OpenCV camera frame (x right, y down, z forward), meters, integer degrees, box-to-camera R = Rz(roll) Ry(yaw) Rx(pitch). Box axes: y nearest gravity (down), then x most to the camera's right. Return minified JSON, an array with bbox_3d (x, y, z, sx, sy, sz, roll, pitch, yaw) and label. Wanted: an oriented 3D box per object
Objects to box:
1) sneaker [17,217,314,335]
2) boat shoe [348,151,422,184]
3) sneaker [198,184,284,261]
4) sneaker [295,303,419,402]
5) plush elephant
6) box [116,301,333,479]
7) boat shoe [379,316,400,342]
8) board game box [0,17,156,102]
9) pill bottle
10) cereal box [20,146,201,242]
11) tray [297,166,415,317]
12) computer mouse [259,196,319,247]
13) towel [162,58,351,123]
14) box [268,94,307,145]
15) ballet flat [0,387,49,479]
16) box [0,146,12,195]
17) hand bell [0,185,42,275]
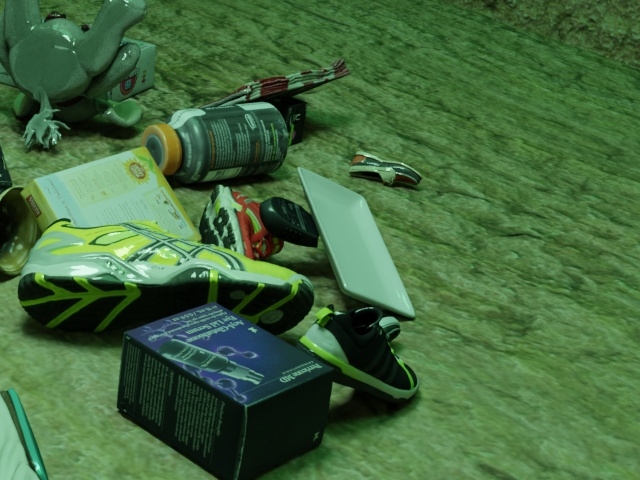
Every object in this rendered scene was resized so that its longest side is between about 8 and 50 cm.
[{"bbox_3d":[-0.196,0.037,1.666,0.384,0.145,0.147,7,48,-9],"label":"sneaker"},{"bbox_3d":[0.119,-0.124,2.326,0.137,0.049,0.043,18,67,15],"label":"boat shoe"},{"bbox_3d":[-0.109,-0.002,1.893,0.118,0.107,0.279,17,25,-16],"label":"sneaker"},{"bbox_3d":[0.064,0.135,1.562,0.084,0.097,0.234,31,5,37],"label":"sneaker"},{"bbox_3d":[-0.456,-0.316,2.315,0.272,0.330,0.255,12,0,2],"label":"plush elephant"},{"bbox_3d":[-0.112,0.173,1.473,0.207,0.108,0.153,25,27,33],"label":"box"},{"bbox_3d":[0.067,0.144,1.695,0.040,0.049,0.142,43,37,22],"label":"boat shoe"},{"bbox_3d":[-0.523,-0.368,2.577,0.303,0.097,0.224,16,25,18],"label":"board game box"},{"bbox_3d":[-0.188,-0.168,2.199,0.245,0.130,0.130,-10,30,-38],"label":"pill bottle"},{"bbox_3d":[-0.300,-0.033,1.833,0.240,0.047,0.173,-24,82,-53],"label":"cereal box"},{"bbox_3d":[0.045,0.007,1.889,0.145,0.030,0.270,24,31,-37],"label":"tray"},{"bbox_3d":[0.000,0.000,1.918,0.242,0.041,0.071,27,29,-31],"label":"computer mouse"},{"bbox_3d":[-0.123,-0.284,2.463,0.237,0.037,0.329,-16,4,39],"label":"towel"},{"bbox_3d":[-0.068,-0.231,2.445,0.052,0.083,0.062,24,28,30],"label":"box"},{"bbox_3d":[-0.295,0.271,1.189,0.139,0.139,0.400,-4,22,-27],"label":"ballet flat"},{"bbox_3d":[-0.651,-0.120,1.989,0.295,0.073,0.293,-1,25,-22],"label":"box"},{"bbox_3d":[-0.534,-0.025,1.806,0.242,0.126,0.126,6,21,21],"label":"hand bell"}]
